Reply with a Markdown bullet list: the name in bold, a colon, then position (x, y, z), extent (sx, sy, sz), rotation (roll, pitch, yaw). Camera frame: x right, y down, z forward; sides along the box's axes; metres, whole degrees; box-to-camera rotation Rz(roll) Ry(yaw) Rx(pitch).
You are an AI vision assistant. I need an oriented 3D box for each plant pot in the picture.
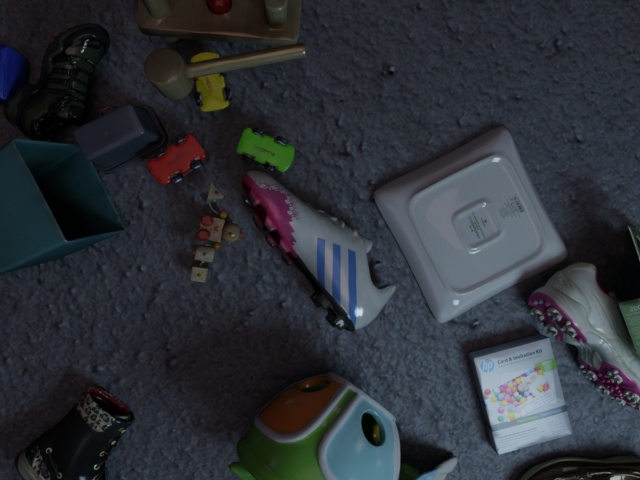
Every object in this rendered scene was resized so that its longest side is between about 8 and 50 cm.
- **plant pot**: position (-0.488, -0.031, 0.798), extent (0.234, 0.166, 0.165), rotation (-26, 93, 10)

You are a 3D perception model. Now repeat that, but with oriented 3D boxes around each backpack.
- **backpack**: position (-0.568, -0.284, 0.814), extent (0.120, 0.101, 0.097), rotation (7, 86, 1)

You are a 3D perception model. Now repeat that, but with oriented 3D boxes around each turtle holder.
- **turtle holder**: position (0.034, 0.364, 0.799), extent (0.320, 0.243, 0.227), rotation (34, 74, 5)

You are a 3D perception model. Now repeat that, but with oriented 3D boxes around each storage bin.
- **storage bin**: position (-0.343, -0.182, 0.830), extent (0.135, 0.091, 0.098), rotation (-26, 93, -2)

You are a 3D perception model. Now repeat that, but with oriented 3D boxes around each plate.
- **plate**: position (0.277, -0.028, 0.884), extent (0.278, 0.045, 0.277), rotation (-27, 93, -1)

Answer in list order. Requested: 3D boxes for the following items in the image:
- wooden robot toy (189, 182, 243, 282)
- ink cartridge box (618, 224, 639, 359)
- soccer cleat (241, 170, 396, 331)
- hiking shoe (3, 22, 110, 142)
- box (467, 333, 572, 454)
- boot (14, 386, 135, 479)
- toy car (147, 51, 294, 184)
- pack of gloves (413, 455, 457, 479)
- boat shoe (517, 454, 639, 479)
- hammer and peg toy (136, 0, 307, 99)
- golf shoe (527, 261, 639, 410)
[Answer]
- **wooden robot toy**: position (-0.174, -0.008, 0.858), extent (0.079, 0.076, 0.173), rotation (12, 92, -14)
- **ink cartridge box**: position (0.549, 0.097, 0.843), extent (0.056, 0.171, 0.235), rotation (-23, 75, 35)
- **soccer cleat**: position (0.000, 0.000, 0.852), extent (0.143, 0.116, 0.331), rotation (-37, 97, -13)
- **hiking shoe**: position (-0.412, -0.249, 0.822), extent (0.114, 0.086, 0.227), rotation (46, 100, 10)
- **box**: position (0.365, 0.280, 0.905), extent (0.145, 0.038, 0.186), rotation (-14, 92, -2)
- **boot**: position (-0.380, 0.389, 0.859), extent (0.236, 0.085, 0.178), rotation (42, 88, -3)
- **toy car**: position (-0.153, -0.177, 0.857), extent (0.225, 0.053, 0.238), rotation (23, 92, -3)
- **pack of gloves**: position (0.164, 0.479, 0.823), extent (0.046, 0.232, 0.195), rotation (24, 95, 37)
- **boat shoe**: position (0.490, 0.445, 0.887), extent (0.258, 0.095, 0.095), rotation (-11, 93, -2)
- **hammer and peg toy**: position (-0.149, -0.386, 0.785), extent (0.266, 0.127, 0.361), rotation (3, 82, -2)
- **golf shoe**: position (0.509, 0.170, 0.871), extent (0.140, 0.115, 0.306), rotation (-44, 100, -14)
